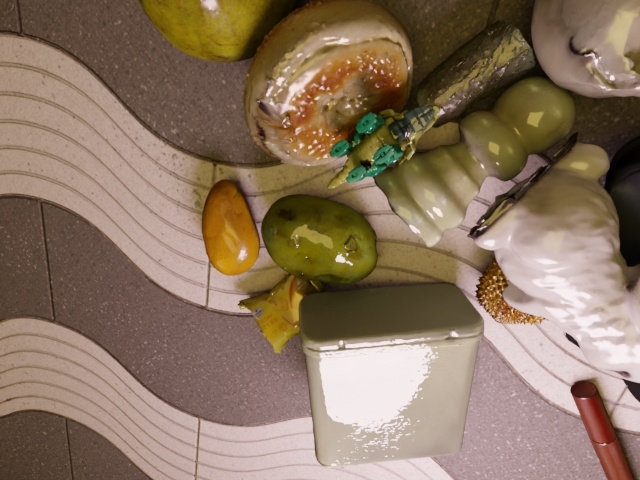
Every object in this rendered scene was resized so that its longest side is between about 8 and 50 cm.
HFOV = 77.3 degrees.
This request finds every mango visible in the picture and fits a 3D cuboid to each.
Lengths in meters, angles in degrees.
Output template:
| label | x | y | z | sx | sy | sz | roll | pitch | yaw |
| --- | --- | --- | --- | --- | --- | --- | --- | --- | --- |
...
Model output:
| label | x | y | z | sx | sy | sz | roll | pitch | yaw |
| --- | --- | --- | --- | --- | --- | --- | --- | --- | --- |
| mango | -0.203 | -0.025 | 0.908 | 0.147 | 0.109 | 0.227 | 18 | 117 | 34 |

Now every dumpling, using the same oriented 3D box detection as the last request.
| label | x | y | z | sx | sy | sz | roll | pitch | yaw |
| --- | --- | --- | --- | --- | --- | --- | --- | --- | --- |
| dumpling | 0.426 | -0.323 | 0.582 | 0.175 | 0.227 | 0.243 | 18 | 115 | 56 |

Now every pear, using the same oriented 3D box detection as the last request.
| label | x | y | z | sx | sy | sz | roll | pitch | yaw |
| --- | --- | --- | --- | --- | --- | --- | --- | --- | --- |
| pear | -0.162 | -0.424 | 0.614 | 0.287 | 0.375 | 0.287 | -2 | 121 | -2 |

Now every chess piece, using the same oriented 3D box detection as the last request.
| label | x | y | z | sx | sy | sz | roll | pitch | yaw |
| --- | --- | --- | --- | --- | --- | --- | --- | --- | --- |
| chess piece | 0.275 | -0.150 | 0.707 | 0.330 | 0.182 | 0.182 | -38 | 97 | 18 |

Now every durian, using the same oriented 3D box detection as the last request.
| label | x | y | z | sx | sy | sz | roll | pitch | yaw |
| --- | --- | --- | --- | --- | --- | --- | --- | --- | --- |
| durian | 0.390 | 0.095 | 0.784 | 0.158 | 0.137 | 0.168 | 28 | 124 | 6 |

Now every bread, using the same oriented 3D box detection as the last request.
| label | x | y | z | sx | sy | sz | roll | pitch | yaw |
| --- | --- | --- | --- | --- | --- | --- | --- | --- | --- |
| bread | 0.007 | -0.267 | 0.686 | 0.305 | 0.305 | 0.158 | -37 | 63 | 24 |

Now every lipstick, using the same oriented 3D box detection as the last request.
| label | x | y | z | sx | sy | sz | roll | pitch | yaw |
| --- | --- | --- | --- | --- | --- | --- | --- | --- | --- |
| lipstick | 0.652 | 0.475 | 0.905 | 0.057 | 0.057 | 0.356 | -24 | 104 | 22 |

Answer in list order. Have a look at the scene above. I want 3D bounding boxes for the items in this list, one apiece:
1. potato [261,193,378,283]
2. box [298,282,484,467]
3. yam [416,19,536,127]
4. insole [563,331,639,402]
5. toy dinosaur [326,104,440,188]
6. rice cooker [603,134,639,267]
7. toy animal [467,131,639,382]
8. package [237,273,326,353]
| label | x | y | z | sx | sy | sz | roll | pitch | yaw |
| --- | --- | --- | --- | --- | --- | --- | --- | --- | --- |
| potato | 0.000 | 0.000 | 0.845 | 0.253 | 0.148 | 0.186 | 31 | 128 | -7 |
| box | 0.139 | 0.291 | 0.862 | 0.352 | 0.177 | 0.343 | -4 | 112 | -4 |
| yam | 0.255 | -0.282 | 0.691 | 0.183 | 0.107 | 0.107 | -32 | 100 | 25 |
| insole | 0.666 | 0.264 | 0.846 | 0.348 | 0.009 | 0.119 | 36 | 113 | -1 |
| toy dinosaur | 0.080 | -0.148 | 0.691 | 0.259 | 0.153 | 0.094 | -32 | 86 | 38 |
| rice cooker | 0.585 | -0.063 | 0.596 | 0.224 | 0.267 | 0.267 | -27 | 106 | -19 |
| toy animal | 0.413 | 0.049 | 0.611 | 0.357 | 0.194 | 0.258 | 47 | 129 | 11 |
| package | -0.076 | 0.159 | 0.950 | 0.226 | 0.090 | 0.168 | -37 | 89 | 18 |
